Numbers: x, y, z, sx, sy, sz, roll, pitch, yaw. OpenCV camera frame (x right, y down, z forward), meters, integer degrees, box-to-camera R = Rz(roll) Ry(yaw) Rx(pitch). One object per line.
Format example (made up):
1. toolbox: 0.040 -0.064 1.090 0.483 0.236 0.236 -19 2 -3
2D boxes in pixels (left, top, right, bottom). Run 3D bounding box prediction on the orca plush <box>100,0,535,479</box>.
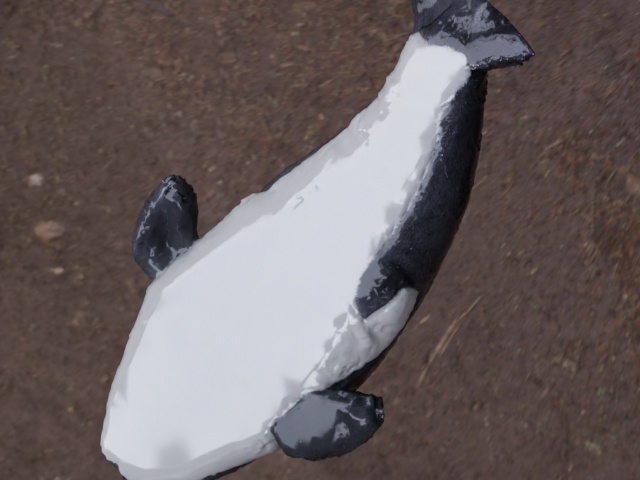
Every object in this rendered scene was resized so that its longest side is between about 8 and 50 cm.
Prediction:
1. orca plush: 0.000 0.000 0.588 0.151 0.102 0.287 29 106 19
